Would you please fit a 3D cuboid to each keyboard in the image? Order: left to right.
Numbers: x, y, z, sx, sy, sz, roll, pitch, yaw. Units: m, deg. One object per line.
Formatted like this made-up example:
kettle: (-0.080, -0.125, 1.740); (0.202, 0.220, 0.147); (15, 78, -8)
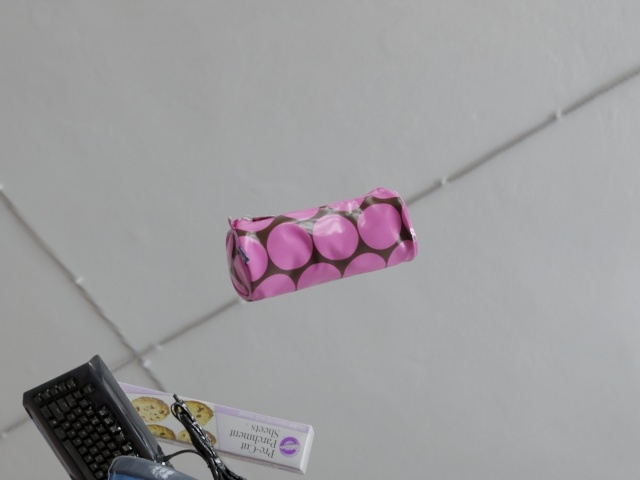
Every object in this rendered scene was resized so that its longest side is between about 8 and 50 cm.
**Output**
keyboard: (-0.211, 0.281, 1.418); (0.202, 0.033, 0.317); (-27, -75, 13)

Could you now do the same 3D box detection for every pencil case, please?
pencil case: (0.000, 0.000, 1.283); (0.209, 0.095, 0.098); (-13, -90, -17)

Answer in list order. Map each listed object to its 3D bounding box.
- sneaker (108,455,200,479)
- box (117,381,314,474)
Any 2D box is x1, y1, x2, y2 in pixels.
sneaker: (-0.067, 0.207, 0.677); (0.069, 0.082, 0.209); (5, -39, 38)
box: (-0.172, 0.256, 1.594); (0.324, 0.067, 0.063); (12, -17, 9)
